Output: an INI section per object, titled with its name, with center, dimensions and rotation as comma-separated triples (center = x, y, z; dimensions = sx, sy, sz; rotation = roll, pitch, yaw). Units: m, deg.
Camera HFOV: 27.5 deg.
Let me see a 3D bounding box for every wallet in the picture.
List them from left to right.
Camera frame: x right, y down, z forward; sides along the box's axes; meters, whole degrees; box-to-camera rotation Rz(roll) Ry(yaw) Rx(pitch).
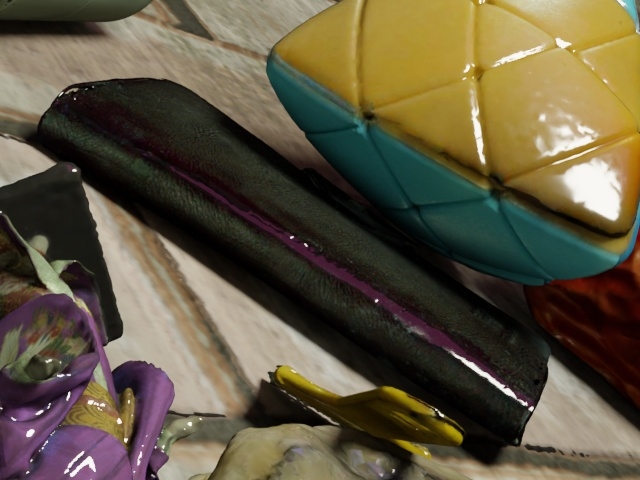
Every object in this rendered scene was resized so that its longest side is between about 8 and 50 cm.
[wallet]
center = 0.000, 0.000, 0.775
dimensions = 0.318, 0.045, 0.172
rotation = 34, 17, 8

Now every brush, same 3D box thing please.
[brush]
center = 0.021, 0.072, 0.542
dimensions = 0.082, 0.010, 0.218
rotation = 32, -11, -2

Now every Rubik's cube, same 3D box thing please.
[Rubik's cube]
center = 0.065, -0.063, 0.844
dimensions = 0.254, 0.254, 0.254
rotation = 28, 21, -12

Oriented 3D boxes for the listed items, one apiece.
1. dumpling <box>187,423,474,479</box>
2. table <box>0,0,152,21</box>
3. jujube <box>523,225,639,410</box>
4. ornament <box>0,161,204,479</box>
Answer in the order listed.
[dumpling]
center = 0.028, 0.124, 0.495
dimensions = 0.332, 0.086, 0.166
rotation = 21, 26, -37
[table]
center = -0.199, -0.202, 0.829
dimensions = 0.126, 0.126, 0.220
rotation = 39, 22, 15
[jujube]
center = 0.284, 0.050, 0.881
dimensions = 0.290, 0.197, 0.197
rotation = 23, 18, 14
[ornament]
center = -0.084, 0.052, 0.401
dimensions = 0.088, 0.081, 0.203
rotation = -21, 29, -11
